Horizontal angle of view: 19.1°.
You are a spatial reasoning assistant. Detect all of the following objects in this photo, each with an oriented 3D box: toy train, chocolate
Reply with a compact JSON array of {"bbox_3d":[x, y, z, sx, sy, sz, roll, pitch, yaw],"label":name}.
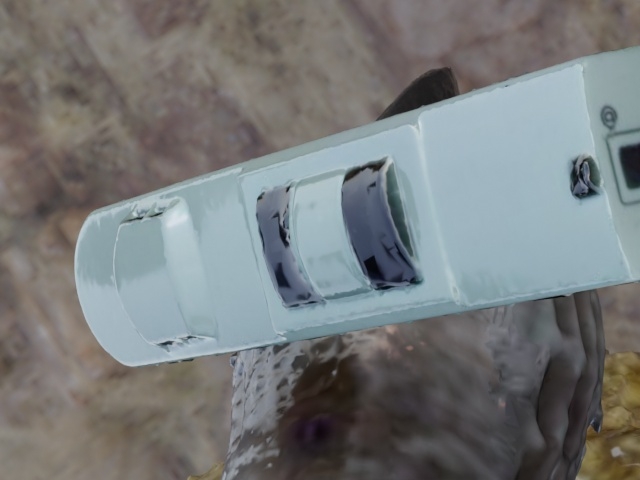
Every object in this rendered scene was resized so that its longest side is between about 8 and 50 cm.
[{"bbox_3d":[0.000,0.000,0.418,0.207,0.047,0.043,-14,89,53],"label":"toy train"},{"bbox_3d":[0.015,0.080,0.494,0.110,0.248,0.110,7,139,6],"label":"chocolate"}]

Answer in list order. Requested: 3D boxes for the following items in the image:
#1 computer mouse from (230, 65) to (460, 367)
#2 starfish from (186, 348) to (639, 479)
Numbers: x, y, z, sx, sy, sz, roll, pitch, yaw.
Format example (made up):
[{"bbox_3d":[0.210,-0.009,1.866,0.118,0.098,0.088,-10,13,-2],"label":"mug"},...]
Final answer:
[{"bbox_3d":[0.036,-0.001,1.340,0.088,0.264,0.147,39,174,15],"label":"computer mouse"},{"bbox_3d":[0.082,0.079,0.769,0.432,0.324,0.082,-11,93,35],"label":"starfish"}]
